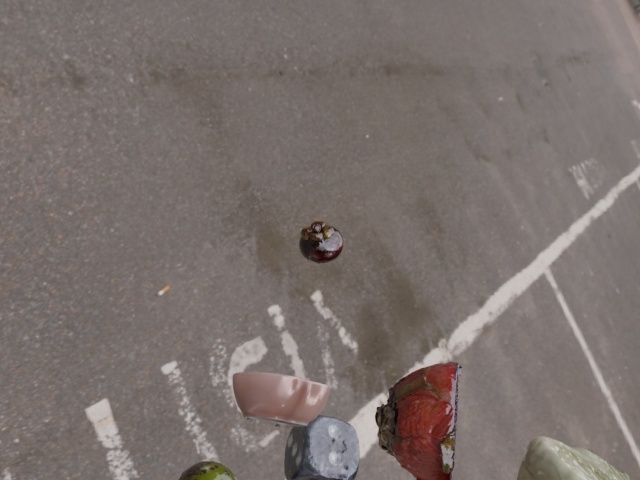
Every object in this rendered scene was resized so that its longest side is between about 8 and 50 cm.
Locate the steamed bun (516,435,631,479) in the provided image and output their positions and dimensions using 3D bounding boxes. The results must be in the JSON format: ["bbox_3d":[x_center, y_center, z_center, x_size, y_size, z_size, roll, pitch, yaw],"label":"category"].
[{"bbox_3d":[0.378,0.433,0.846,0.268,0.207,0.280,35,5,39],"label":"steamed bun"}]

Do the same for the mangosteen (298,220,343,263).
[{"bbox_3d":[0.000,0.000,1.721,0.140,0.140,0.140,32,46,-39],"label":"mangosteen"}]

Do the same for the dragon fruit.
[{"bbox_3d":[0.162,0.312,1.028,0.218,0.148,0.223,80,20,-46],"label":"dragon fruit"}]

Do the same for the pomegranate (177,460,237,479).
[{"bbox_3d":[-0.363,0.769,1.774,0.246,0.198,0.198,-22,87,-31],"label":"pomegranate"}]

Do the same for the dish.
[{"bbox_3d":[-0.087,0.345,1.269,0.213,0.213,0.090,28,60,-42],"label":"dish"}]

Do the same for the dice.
[{"bbox_3d":[0.003,0.639,1.778,0.181,0.182,0.183,19,49,-20],"label":"dice"}]
